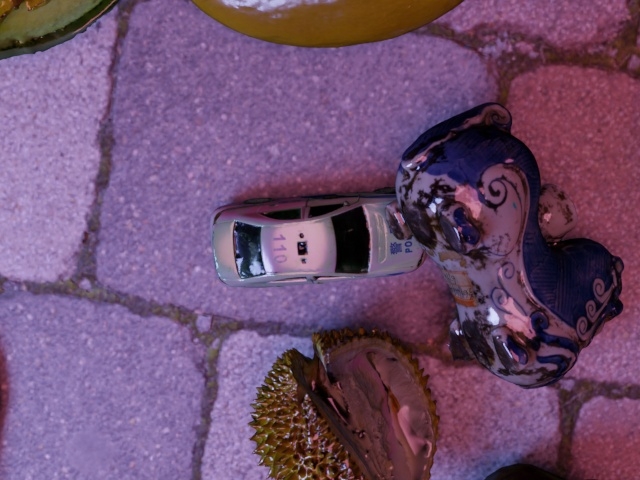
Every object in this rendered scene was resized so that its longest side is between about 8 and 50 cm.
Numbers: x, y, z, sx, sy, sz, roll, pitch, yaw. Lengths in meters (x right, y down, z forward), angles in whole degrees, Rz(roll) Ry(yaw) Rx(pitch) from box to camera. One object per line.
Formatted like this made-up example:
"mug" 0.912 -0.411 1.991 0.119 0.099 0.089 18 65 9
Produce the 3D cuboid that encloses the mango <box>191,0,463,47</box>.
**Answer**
"mango" 0.021 -0.278 0.974 0.331 0.142 0.195 -19 96 11

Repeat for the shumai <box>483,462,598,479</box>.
"shumai" 0.249 0.396 1.036 0.395 0.395 0.348 -18 79 3

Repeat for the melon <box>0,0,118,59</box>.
"melon" -0.261 -0.306 0.978 0.265 0.129 0.169 -44 71 20

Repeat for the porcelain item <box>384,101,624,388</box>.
"porcelain item" 0.192 0.004 1.011 0.186 0.138 0.288 -33 105 -19

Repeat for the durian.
"durian" 0.020 0.207 1.056 0.137 0.193 0.237 -14 90 45

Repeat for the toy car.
"toy car" 0.000 0.000 1.053 0.224 0.076 0.090 -5 99 1
